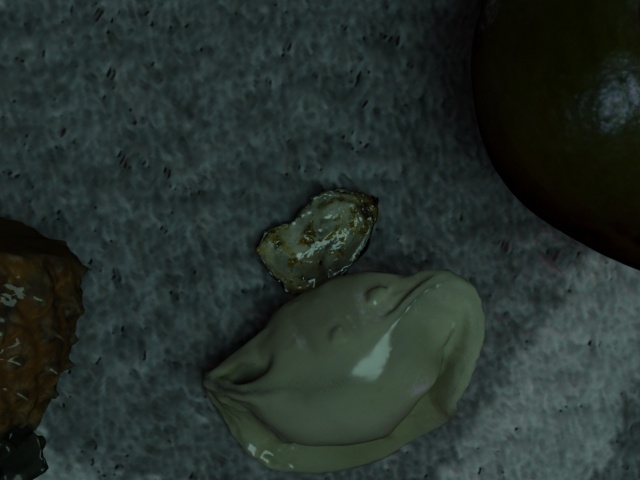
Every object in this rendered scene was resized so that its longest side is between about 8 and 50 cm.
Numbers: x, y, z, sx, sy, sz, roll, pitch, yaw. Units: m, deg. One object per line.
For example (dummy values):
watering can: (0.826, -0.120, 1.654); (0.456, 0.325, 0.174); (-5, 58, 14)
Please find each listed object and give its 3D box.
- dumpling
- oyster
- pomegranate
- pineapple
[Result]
dumpling: (0.029, 0.089, 1.162); (0.169, 0.100, 0.134); (-37, 124, -4)
oyster: (0.002, -0.002, 1.176); (0.083, 0.019, 0.054); (-36, 107, -4)
pomegranate: (0.249, -0.127, 1.096); (0.291, 0.291, 0.323); (30, 83, -19)
pineapple: (-0.206, 0.113, 1.088); (0.128, 0.128, 0.248); (4, 103, -17)
